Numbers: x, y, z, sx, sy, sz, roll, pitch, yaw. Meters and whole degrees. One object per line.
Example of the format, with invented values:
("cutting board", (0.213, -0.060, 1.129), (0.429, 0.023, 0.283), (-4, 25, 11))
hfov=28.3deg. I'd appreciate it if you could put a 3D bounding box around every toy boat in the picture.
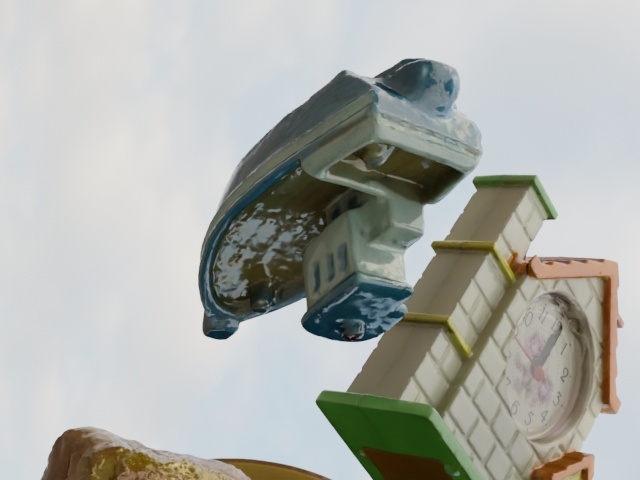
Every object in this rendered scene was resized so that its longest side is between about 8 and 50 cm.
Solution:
("toy boat", (0.000, 0.000, 0.642), (0.215, 0.088, 0.102), (-37, -134, 44))

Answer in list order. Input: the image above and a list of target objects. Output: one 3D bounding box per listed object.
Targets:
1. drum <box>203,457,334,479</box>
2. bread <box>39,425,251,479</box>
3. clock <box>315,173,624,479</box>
("drum", (-0.083, 0.398, 1.021), (0.214, 0.431, 0.431), (85, -17, -46))
("bread", (-0.118, 0.240, 0.662), (0.077, 0.139, 0.271), (16, -98, 61))
("clock", (0.146, 0.101, 0.972), (0.106, 0.220, 0.255), (2, -134, 45))
